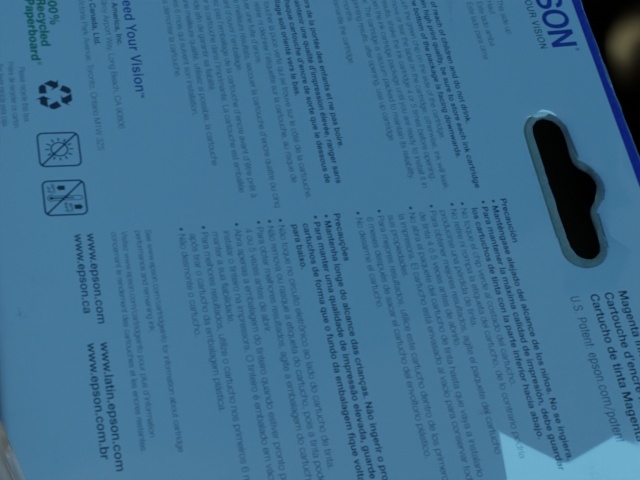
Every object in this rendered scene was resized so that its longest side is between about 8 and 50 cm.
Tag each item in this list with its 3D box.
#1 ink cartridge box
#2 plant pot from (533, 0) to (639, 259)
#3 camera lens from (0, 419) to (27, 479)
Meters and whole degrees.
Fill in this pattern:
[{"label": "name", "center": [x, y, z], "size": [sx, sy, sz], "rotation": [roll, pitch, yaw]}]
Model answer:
[{"label": "ink cartridge box", "center": [0.000, 0.000, 0.695], "size": [0.330, 0.071, 0.324], "rotation": [-4, 59, -14]}, {"label": "plant pot", "center": [0.235, -0.079, 0.873], "size": [0.280, 0.323, 0.323], "rotation": [8, 54, -53]}, {"label": "camera lens", "center": [-0.247, 0.032, 0.454], "size": [0.219, 0.219, 0.274], "rotation": [-24, 75, -45]}]
